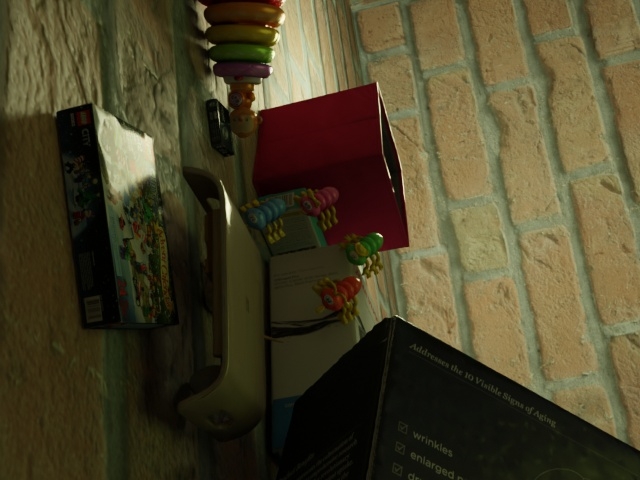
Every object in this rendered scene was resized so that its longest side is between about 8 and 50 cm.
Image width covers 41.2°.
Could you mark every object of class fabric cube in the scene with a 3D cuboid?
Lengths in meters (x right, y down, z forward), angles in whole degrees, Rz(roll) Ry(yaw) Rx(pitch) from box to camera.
[{"bbox_3d":[0.027,-0.132,1.758,0.259,0.258,0.254,-89,163,-46],"label":"fabric cube"}]

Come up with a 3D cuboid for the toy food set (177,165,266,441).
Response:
[{"bbox_3d":[-0.137,0.085,1.083,0.220,0.092,0.306,71,14,-65],"label":"toy food set"}]

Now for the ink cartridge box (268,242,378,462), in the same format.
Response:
[{"bbox_3d":[0.021,0.246,1.573,0.285,0.166,0.395,66,16,-52],"label":"ink cartridge box"}]

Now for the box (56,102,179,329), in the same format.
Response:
[{"bbox_3d":[-0.220,-0.018,0.943,0.159,0.044,0.233,24,55,-76],"label":"box"}]

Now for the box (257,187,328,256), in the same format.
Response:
[{"bbox_3d":[-0.041,0.013,1.671,0.060,0.100,0.244,-90,165,-47],"label":"box"}]

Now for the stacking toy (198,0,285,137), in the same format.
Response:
[{"bbox_3d":[-0.138,-0.331,1.490,0.166,0.175,0.301,-48,140,-83],"label":"stacking toy"}]

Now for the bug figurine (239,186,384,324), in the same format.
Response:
[{"bbox_3d":[0.000,0.000,1.483,0.279,0.072,0.216,46,48,8],"label":"bug figurine"}]

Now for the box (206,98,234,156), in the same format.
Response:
[{"bbox_3d":[-0.169,-0.191,1.442,0.067,0.018,0.083,42,38,-73],"label":"box"}]

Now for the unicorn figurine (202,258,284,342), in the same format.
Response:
[{"bbox_3d":[-0.132,0.093,1.265,0.162,0.060,0.111,28,45,-50],"label":"unicorn figurine"}]

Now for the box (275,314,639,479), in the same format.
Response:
[{"bbox_3d":[0.183,0.437,1.105,0.480,0.297,0.471,30,44,-13],"label":"box"}]
